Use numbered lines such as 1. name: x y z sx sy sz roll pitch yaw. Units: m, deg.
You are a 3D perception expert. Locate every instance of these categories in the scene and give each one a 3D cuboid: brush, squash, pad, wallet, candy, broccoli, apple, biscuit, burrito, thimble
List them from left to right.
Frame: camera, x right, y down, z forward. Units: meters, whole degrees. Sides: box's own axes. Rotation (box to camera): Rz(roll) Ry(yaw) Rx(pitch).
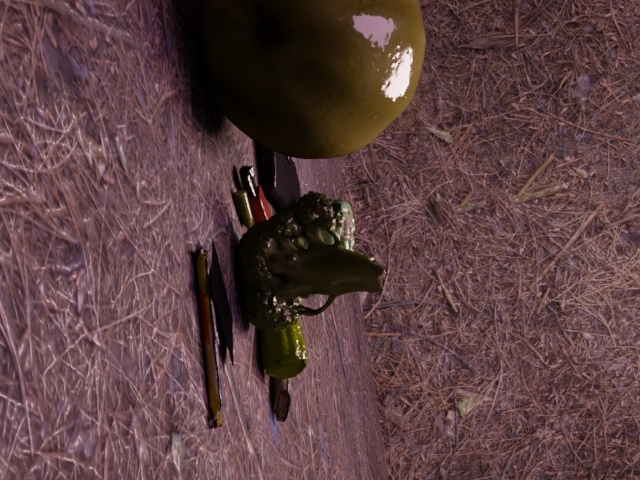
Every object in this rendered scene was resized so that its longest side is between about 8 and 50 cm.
1. biscuit: -0.177 0.155 1.409 0.048 0.026 0.292 62 20 -77
2. pad: -0.169 0.107 1.497 0.127 0.004 0.190 -98 179 -52
3. squash: -0.157 -0.063 1.792 0.027 0.027 0.083 -85 163 -61
4. brush: -0.125 -0.017 1.902 0.070 0.051 0.323 -98 172 -59
5. candy: -0.081 0.188 1.810 0.097 0.096 0.210 71 7 -46
6. burrito: -0.080 0.306 1.830 0.055 0.041 0.149 91 -1 -46
7. wallet: -0.097 -0.162 2.235 0.377 0.051 0.197 59 25 -73
8. apple: -0.025 -0.387 1.703 0.473 0.473 0.474 -10 90 -82
9. broccoli: -0.015 0.038 1.712 0.186 0.302 0.254 55 24 -61
10. thimble: 0.000 0.000 2.237 0.219 0.150 0.219 5 90 -77
